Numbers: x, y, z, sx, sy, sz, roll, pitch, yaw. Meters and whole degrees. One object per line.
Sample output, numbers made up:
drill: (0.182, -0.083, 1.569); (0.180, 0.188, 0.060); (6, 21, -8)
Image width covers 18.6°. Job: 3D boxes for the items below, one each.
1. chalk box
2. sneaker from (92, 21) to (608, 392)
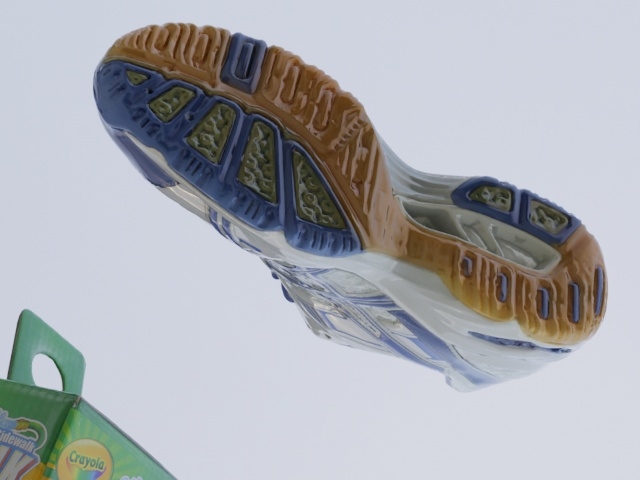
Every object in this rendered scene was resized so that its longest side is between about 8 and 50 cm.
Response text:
chalk box: (-0.215, 0.192, 1.295); (0.179, 0.180, 0.289); (9, -112, 30)
sneaker: (0.000, 0.000, 1.024); (0.131, 0.296, 0.112); (-44, -160, 51)
